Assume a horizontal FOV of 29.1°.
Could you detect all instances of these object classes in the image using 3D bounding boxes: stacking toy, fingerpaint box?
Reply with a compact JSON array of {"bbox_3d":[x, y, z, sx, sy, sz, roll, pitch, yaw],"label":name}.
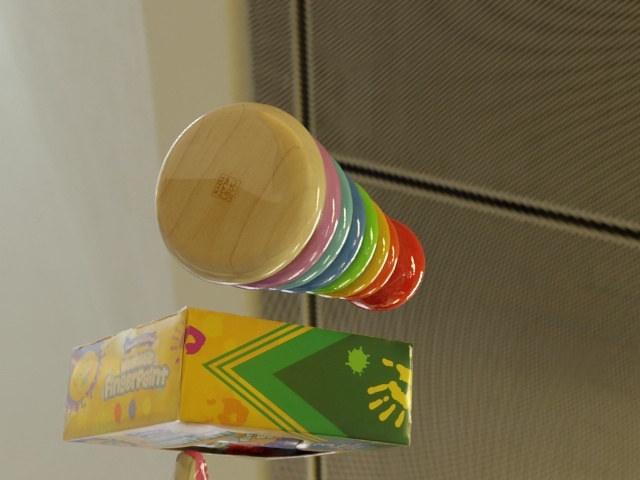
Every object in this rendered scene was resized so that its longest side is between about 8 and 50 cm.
[{"bbox_3d":[0.000,0.000,1.047,0.141,0.330,0.141,-7,-107,24],"label":"stacking toy"},{"bbox_3d":[-0.136,0.236,1.862,0.445,0.371,0.163,-21,-118,56],"label":"fingerpaint box"}]

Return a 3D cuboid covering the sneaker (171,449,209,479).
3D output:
[{"bbox_3d":[-0.227,0.400,1.671,0.111,0.103,0.252,19,-89,6],"label":"sneaker"}]
